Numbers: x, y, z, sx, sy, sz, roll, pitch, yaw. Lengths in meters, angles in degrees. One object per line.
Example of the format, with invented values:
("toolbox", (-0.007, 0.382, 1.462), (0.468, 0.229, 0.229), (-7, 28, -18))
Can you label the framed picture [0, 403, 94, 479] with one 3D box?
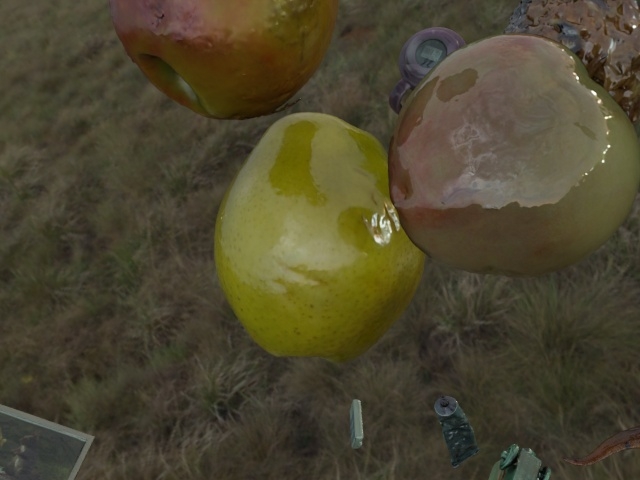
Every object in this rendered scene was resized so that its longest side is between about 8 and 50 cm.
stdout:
("framed picture", (-0.219, 0.156, 0.486), (0.089, 0.007, 0.066), (21, 37, -6))

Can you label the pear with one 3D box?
("pear", (0.000, 0.000, 1.150), (0.362, 0.418, 0.362), (1, -3, 0))

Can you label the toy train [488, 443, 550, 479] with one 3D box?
("toy train", (0.394, 0.569, 1.431), (0.116, 0.177, 0.285), (33, 37, 8))

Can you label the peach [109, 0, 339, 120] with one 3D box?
("peach", (-0.115, -0.360, 0.930), (0.372, 0.373, 0.290), (-42, 16, -23))

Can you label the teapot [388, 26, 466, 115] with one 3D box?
("teapot", (0.198, -0.275, 1.162), (0.116, 0.146, 0.148), (20, 82, 22))

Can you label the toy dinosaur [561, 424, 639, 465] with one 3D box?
("toy dinosaur", (0.721, 0.376, 1.335), (0.432, 0.097, 0.208), (-17, 22, 37))

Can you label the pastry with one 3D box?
("pastry", (0.434, -0.296, 1.167), (0.292, 0.337, 0.405), (40, 70, 10))

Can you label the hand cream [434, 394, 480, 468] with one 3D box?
("hand cream", (0.315, 0.444, 1.549), (0.075, 0.248, 0.052), (-14, 37, 13))

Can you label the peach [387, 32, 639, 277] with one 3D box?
("peach", (0.219, -0.095, 0.791), (0.292, 0.292, 0.247), (-41, 5, -21))

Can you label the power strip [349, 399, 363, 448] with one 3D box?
("power strip", (0.066, 0.338, 1.231), (0.016, 0.040, 0.090), (6, 42, -7))
